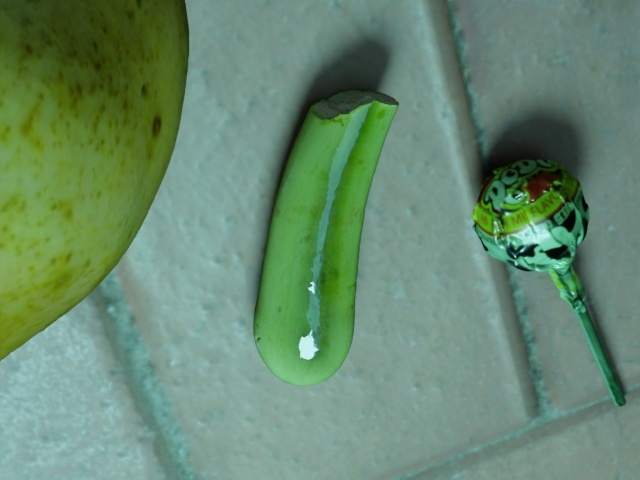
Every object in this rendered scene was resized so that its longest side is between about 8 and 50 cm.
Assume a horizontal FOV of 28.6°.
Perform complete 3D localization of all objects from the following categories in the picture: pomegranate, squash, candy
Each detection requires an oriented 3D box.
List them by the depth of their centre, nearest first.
[{"bbox_3d":[-0.281,-0.098,0.674,0.417,0.416,0.416,-6,115,-14],"label":"pomegranate"},{"bbox_3d":[0.000,0.000,0.988,0.083,0.083,0.250,5,109,-18],"label":"squash"},{"bbox_3d":[0.212,0.052,1.083,0.091,0.083,0.305,-32,127,-2],"label":"candy"}]
